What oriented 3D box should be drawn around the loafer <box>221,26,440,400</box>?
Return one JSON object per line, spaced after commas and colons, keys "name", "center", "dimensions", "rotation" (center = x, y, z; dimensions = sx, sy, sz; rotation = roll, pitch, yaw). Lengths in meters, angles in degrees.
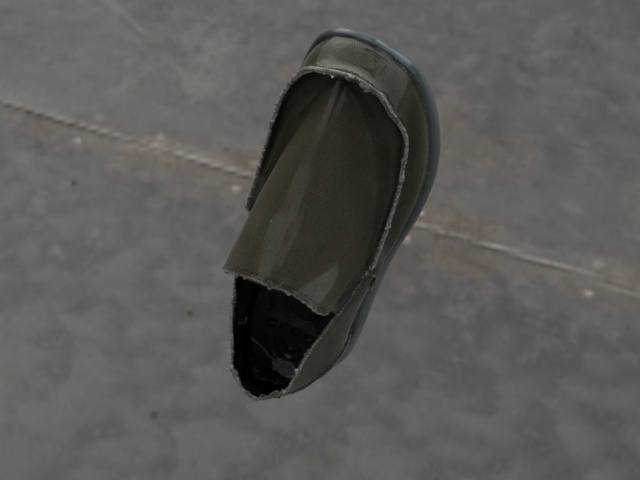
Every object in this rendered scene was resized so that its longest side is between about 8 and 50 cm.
{"name": "loafer", "center": [0.000, 0.000, 0.696], "dimensions": [0.094, 0.251, 0.087], "rotation": [22, 39, 14]}
